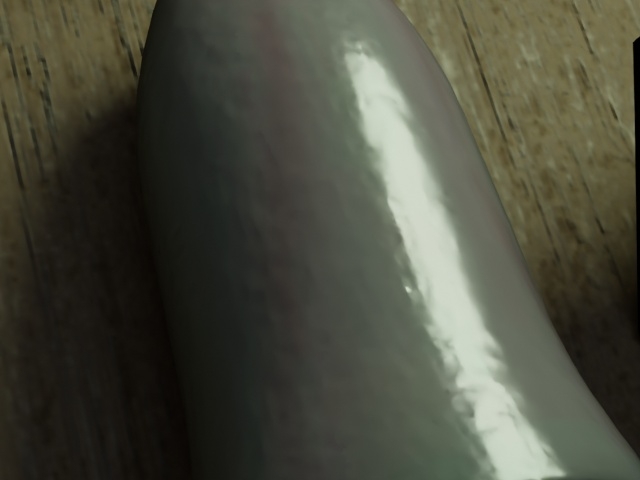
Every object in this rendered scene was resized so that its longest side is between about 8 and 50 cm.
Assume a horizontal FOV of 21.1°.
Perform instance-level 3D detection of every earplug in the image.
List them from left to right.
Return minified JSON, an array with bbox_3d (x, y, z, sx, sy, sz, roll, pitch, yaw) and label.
[{"bbox_3d":[0.000,0.000,0.668,0.172,0.172,0.301,-5,59,-21],"label":"earplug"}]

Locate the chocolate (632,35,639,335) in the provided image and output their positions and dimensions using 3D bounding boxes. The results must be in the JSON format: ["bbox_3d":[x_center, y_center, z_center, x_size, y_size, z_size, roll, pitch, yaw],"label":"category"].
[{"bbox_3d":[0.368,-0.054,0.734,0.331,0.383,0.384,-19,69,-44],"label":"chocolate"}]
